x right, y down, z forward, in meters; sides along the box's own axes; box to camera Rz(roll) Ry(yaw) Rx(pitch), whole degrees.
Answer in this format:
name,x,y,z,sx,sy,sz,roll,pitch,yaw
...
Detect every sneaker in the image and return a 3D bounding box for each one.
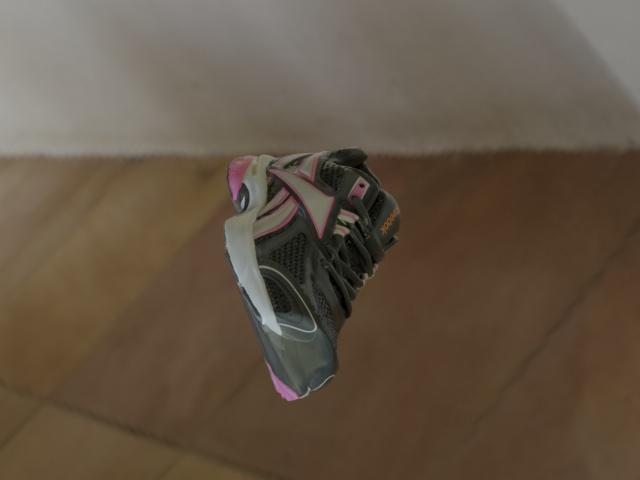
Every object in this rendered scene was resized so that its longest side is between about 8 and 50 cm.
name,x,y,z,sx,sy,sz,roll,pitch,yaw
sneaker,0.000,0.000,0.877,0.077,0.072,0.178,-17,33,6
